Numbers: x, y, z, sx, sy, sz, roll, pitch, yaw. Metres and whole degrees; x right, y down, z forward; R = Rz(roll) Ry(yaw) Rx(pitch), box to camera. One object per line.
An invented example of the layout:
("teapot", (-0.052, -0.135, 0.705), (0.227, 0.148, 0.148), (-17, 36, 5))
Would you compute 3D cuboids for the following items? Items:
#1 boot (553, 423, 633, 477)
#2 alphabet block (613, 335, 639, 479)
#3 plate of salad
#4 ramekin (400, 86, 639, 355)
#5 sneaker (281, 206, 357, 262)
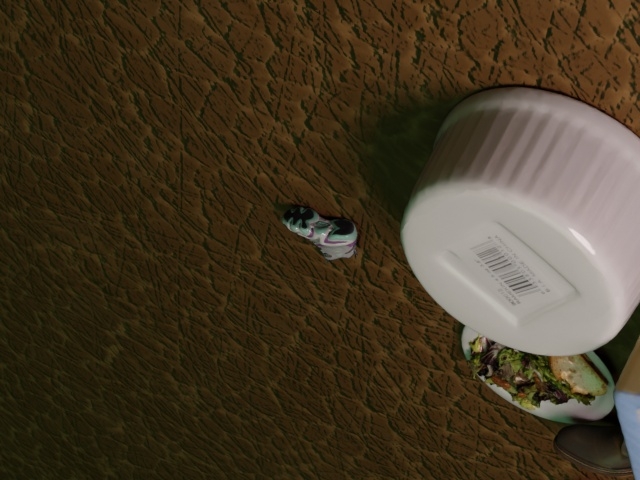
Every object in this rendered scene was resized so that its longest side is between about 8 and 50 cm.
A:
("boot", (0.373, 0.217, 1.746), (0.219, 0.082, 0.106), (5, 125, 27))
("alphabet block", (0.425, 0.154, 1.490), (0.193, 0.197, 0.192), (11, 140, 31))
("plate of salad", (0.254, 0.159, 1.788), (0.200, 0.048, 0.200), (23, 146, 16))
("ramekin", (0.215, -0.009, 1.523), (0.277, 0.135, 0.277), (23, 146, 17))
("sneaker", (0.000, 0.000, 1.815), (0.098, 0.038, 0.069), (19, 144, 24))
